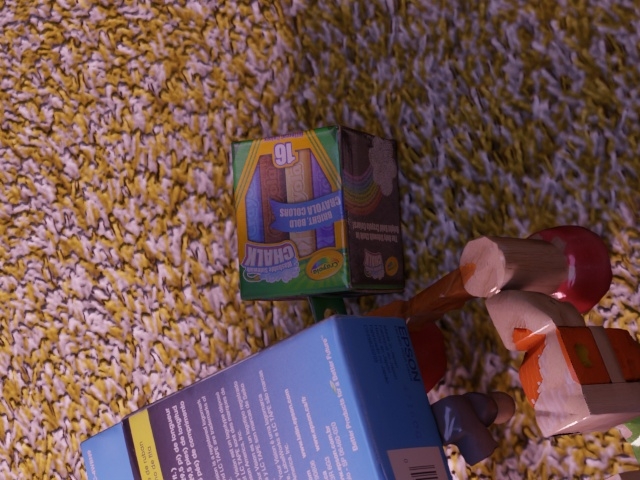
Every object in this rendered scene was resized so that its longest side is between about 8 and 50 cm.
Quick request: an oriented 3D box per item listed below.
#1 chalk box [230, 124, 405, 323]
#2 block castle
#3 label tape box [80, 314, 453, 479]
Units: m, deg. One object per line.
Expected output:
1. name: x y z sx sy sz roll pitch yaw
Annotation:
1. chalk box: 0.000 0.000 1.405 0.132 0.132 0.213 -5 85 29
2. block castle: 0.196 0.232 1.250 0.303 0.213 0.453 -34 66 36
3. label tape box: -0.048 0.244 1.242 0.347 0.115 0.249 -29 69 35
